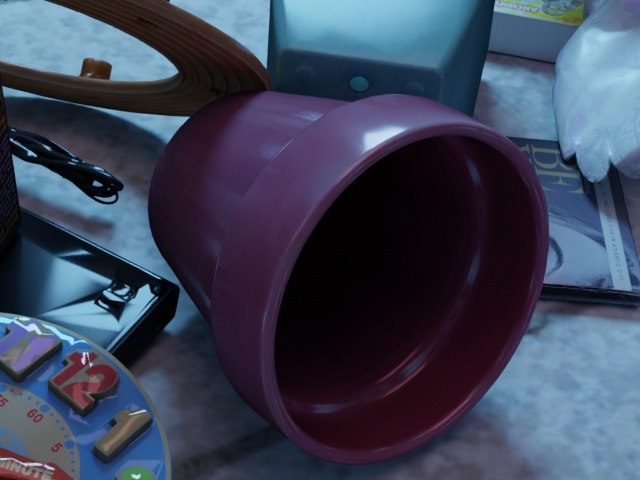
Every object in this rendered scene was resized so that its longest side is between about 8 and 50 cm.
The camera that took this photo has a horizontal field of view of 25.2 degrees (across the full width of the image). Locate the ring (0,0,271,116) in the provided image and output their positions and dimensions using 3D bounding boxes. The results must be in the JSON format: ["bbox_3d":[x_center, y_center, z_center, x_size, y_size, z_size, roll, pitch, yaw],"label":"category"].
[{"bbox_3d":[-0.192,-0.140,0.892,0.337,0.336,0.032,12,83,5],"label":"ring"}]

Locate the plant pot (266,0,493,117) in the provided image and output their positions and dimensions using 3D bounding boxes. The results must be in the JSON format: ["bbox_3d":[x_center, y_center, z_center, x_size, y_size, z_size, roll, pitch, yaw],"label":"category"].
[{"bbox_3d":[0.037,-0.145,0.997,0.166,0.165,0.234,9,40,4],"label":"plant pot"}]

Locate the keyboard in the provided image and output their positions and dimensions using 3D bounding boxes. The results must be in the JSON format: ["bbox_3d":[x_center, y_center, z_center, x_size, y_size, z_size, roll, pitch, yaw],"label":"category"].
[{"bbox_3d":[-0.231,-0.012,0.919,0.317,0.033,0.201,25,49,19],"label":"keyboard"}]

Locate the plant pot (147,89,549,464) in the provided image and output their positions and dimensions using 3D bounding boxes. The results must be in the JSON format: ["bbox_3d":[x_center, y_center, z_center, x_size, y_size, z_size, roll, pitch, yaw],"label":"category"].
[{"bbox_3d":[0.000,0.000,0.826,0.201,0.201,0.180,-21,33,-29],"label":"plant pot"}]

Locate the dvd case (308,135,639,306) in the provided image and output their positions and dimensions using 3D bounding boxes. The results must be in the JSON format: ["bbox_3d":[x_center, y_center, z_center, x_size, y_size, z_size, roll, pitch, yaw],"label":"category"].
[{"bbox_3d":[0.104,-0.023,0.993,0.221,0.018,0.164,6,39,-2],"label":"dvd case"}]

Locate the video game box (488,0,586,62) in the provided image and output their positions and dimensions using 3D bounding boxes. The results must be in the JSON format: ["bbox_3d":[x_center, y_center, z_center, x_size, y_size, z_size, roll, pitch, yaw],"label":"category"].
[{"bbox_3d":[0.126,-0.234,1.221,0.205,0.048,0.187,11,41,5],"label":"video game box"}]

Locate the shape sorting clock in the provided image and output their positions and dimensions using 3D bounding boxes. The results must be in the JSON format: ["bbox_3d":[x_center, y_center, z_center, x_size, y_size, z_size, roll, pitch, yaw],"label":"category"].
[{"bbox_3d":[-0.180,0.118,0.745,0.206,0.040,0.206,8,45,-8],"label":"shape sorting clock"}]

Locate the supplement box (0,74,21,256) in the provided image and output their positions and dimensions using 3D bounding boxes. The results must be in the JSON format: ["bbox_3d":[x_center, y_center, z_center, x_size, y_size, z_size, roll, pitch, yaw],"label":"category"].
[{"bbox_3d":[-0.230,-0.048,0.800,0.081,0.188,0.104,12,47,6],"label":"supplement box"}]

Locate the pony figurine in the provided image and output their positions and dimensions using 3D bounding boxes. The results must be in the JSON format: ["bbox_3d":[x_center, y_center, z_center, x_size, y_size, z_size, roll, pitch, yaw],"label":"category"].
[{"bbox_3d":[0.301,-0.216,1.075,0.363,0.303,0.351,19,32,-22],"label":"pony figurine"}]
